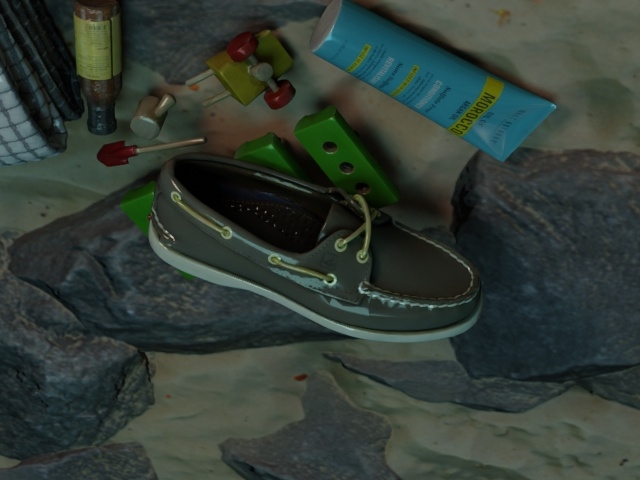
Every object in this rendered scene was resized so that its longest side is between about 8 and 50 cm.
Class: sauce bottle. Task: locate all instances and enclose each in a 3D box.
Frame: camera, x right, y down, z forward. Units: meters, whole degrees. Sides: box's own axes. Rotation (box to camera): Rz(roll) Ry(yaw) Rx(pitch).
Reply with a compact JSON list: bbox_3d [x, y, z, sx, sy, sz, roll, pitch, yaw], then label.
[{"bbox_3d":[-0.193,-0.152,1.348,0.042,0.042,0.128,9,123,6],"label":"sauce bottle"}]

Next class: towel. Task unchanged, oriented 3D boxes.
[{"bbox_3d":[-0.360,-0.186,1.323,0.235,0.121,0.283,-5,132,21],"label":"towel"}]

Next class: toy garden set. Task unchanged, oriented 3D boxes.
[{"bbox_3d":[-0.080,-0.080,1.395,0.244,0.049,0.204,-20,126,30],"label":"toy garden set"}]

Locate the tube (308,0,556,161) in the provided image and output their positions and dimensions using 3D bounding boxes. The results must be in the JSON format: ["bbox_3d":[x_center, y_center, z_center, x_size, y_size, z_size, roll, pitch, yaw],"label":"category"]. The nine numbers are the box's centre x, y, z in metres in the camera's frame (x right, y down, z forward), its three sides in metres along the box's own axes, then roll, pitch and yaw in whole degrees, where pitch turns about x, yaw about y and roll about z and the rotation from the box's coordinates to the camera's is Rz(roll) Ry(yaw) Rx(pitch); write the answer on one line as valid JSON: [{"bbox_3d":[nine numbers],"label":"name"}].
[{"bbox_3d":[0.091,-0.135,1.303,0.207,0.052,0.080,26,140,-17],"label":"tube"}]

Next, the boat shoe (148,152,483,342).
[{"bbox_3d":[-0.001,0.003,1.344,0.305,0.109,0.091,16,140,3],"label":"boat shoe"}]
